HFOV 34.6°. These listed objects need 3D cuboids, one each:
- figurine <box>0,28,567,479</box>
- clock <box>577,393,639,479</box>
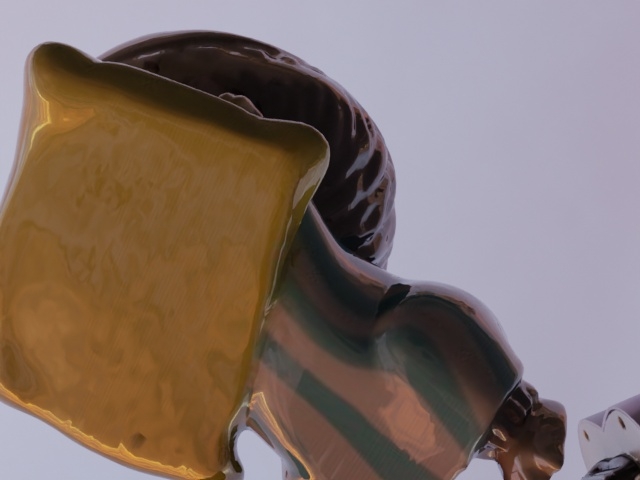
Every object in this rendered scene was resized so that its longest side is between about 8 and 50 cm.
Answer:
[{"bbox_3d":[0.000,0.000,0.714,0.361,0.266,0.377,37,-152,4],"label":"figurine"},{"bbox_3d":[0.242,0.206,0.757,0.064,0.198,0.172,-21,-104,-5],"label":"clock"}]
